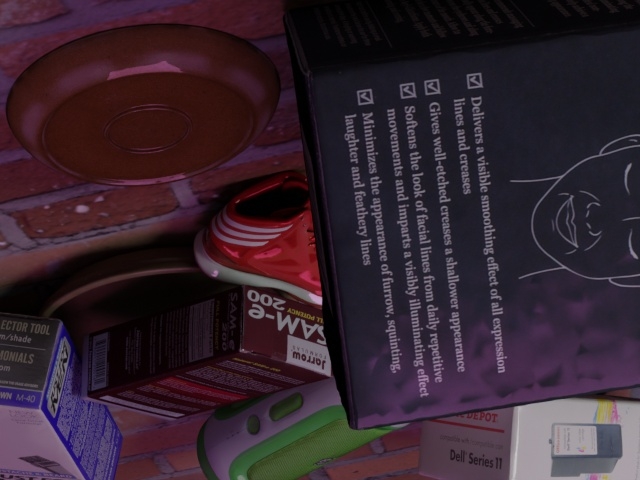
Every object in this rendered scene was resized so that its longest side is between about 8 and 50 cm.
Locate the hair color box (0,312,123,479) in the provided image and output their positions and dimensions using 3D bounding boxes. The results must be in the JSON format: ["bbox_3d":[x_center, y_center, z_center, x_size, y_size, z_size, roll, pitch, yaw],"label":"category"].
[{"bbox_3d":[-0.336,0.186,1.929,0.185,0.110,0.339,6,153,9],"label":"hair color box"}]

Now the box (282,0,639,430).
[{"bbox_3d":[0.188,-0.049,1.432,0.396,0.212,0.293,-8,110,-3],"label":"box"}]

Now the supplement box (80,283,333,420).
[{"bbox_3d":[-0.116,0.116,1.817,0.239,0.073,0.130,-18,154,40],"label":"supplement box"}]

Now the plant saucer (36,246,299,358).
[{"bbox_3d":[-0.159,0.074,1.883,0.278,0.041,0.278,-6,155,-3],"label":"plant saucer"}]

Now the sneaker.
[{"bbox_3d":[0.000,0.000,1.751,0.221,0.087,0.128,2,152,-25],"label":"sneaker"}]

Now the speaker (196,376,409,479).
[{"bbox_3d":[-0.009,0.201,2.096,0.131,0.131,0.296,17,143,-41],"label":"speaker"}]

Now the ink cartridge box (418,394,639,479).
[{"bbox_3d":[0.259,0.240,2.186,0.353,0.119,0.207,6,177,-28],"label":"ink cartridge box"}]

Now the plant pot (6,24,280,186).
[{"bbox_3d":[-0.149,-0.105,1.554,0.236,0.032,0.236,-7,153,-4],"label":"plant pot"}]
